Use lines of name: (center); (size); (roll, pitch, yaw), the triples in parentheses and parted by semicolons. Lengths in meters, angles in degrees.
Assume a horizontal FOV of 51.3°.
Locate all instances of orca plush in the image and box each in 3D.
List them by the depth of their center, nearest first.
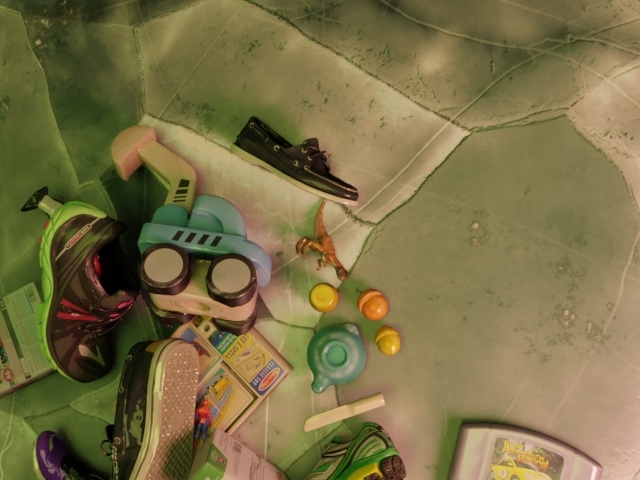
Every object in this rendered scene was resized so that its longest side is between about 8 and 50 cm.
orca plush: (-0.626, 0.003, 1.679); (0.287, 0.151, 0.102); (33, 140, -9)

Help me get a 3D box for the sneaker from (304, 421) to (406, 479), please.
sneaker: (0.036, 0.532, 1.488); (0.344, 0.134, 0.146); (-38, 43, 19)

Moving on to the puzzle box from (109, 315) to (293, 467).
puzzle box: (-0.293, 0.358, 1.605); (0.272, 0.052, 0.409); (43, 100, 12)

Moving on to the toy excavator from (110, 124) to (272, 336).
toy excavator: (-0.310, -0.043, 1.541); (0.433, 0.222, 0.445); (9, 60, 2)

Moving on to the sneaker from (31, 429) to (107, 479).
sneaker: (-0.610, 0.604, 1.676); (0.146, 0.102, 0.293); (-22, 88, 11)

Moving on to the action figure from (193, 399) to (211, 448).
action figure: (-0.275, 0.428, 1.556); (0.038, 0.030, 0.115); (10, 99, 11)

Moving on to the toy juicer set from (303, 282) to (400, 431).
toy juicer set: (0.072, 0.259, 1.489); (0.209, 0.089, 0.328); (1, 81, 3)

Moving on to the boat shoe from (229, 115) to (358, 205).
boat shoe: (-0.047, -0.186, 1.502); (0.340, 0.127, 0.113); (29, 101, 28)

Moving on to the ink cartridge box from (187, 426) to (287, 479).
ink cartridge box: (-0.182, 0.538, 1.486); (0.208, 0.153, 0.087); (37, 100, -8)

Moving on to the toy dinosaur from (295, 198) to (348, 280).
toy dinosaur: (0.000, 0.000, 1.532); (0.112, 0.064, 0.211); (-15, 79, -16)

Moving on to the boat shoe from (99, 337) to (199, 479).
boat shoe: (-0.398, 0.464, 1.518); (0.156, 0.187, 0.499); (6, 86, 30)

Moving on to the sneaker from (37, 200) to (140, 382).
sneaker: (-0.527, 0.147, 1.546); (0.202, 0.185, 0.482); (12, 121, 8)

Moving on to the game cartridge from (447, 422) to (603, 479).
game cartridge: (0.423, 0.496, 1.397); (0.294, 0.060, 0.196); (13, 89, 16)

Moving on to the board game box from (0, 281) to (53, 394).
board game box: (-0.794, 0.266, 1.730); (0.303, 0.097, 0.224); (-25, 82, 13)
